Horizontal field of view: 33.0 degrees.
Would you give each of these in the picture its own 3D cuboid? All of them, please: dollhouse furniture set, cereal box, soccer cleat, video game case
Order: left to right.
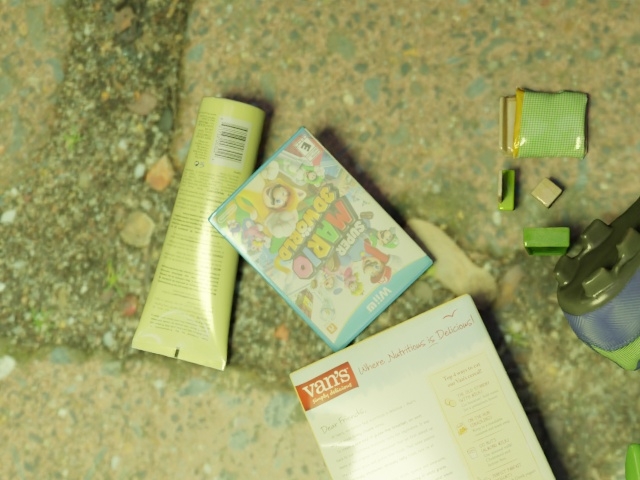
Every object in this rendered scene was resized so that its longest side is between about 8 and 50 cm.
[{"bbox_3d":[0.000,0.000,0.950,0.119,0.015,0.166,-44,93,2],"label":"video game case"},{"bbox_3d":[0.098,0.187,0.905,0.173,0.047,0.240,-24,76,7],"label":"cereal box"},{"bbox_3d":[0.189,-0.065,0.923,0.076,0.058,0.152,1,81,12],"label":"dollhouse furniture set"},{"bbox_3d":[0.316,-0.015,0.885,0.289,0.093,0.121,-43,112,-6],"label":"soccer cleat"}]

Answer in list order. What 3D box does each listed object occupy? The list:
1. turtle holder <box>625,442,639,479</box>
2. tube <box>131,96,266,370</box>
[{"bbox_3d":[0.366,0.178,0.751,0.227,0.243,0.320,6,74,-6],"label":"turtle holder"},{"bbox_3d":[-0.105,-0.009,0.984,0.070,0.062,0.240,8,85,55],"label":"tube"}]
